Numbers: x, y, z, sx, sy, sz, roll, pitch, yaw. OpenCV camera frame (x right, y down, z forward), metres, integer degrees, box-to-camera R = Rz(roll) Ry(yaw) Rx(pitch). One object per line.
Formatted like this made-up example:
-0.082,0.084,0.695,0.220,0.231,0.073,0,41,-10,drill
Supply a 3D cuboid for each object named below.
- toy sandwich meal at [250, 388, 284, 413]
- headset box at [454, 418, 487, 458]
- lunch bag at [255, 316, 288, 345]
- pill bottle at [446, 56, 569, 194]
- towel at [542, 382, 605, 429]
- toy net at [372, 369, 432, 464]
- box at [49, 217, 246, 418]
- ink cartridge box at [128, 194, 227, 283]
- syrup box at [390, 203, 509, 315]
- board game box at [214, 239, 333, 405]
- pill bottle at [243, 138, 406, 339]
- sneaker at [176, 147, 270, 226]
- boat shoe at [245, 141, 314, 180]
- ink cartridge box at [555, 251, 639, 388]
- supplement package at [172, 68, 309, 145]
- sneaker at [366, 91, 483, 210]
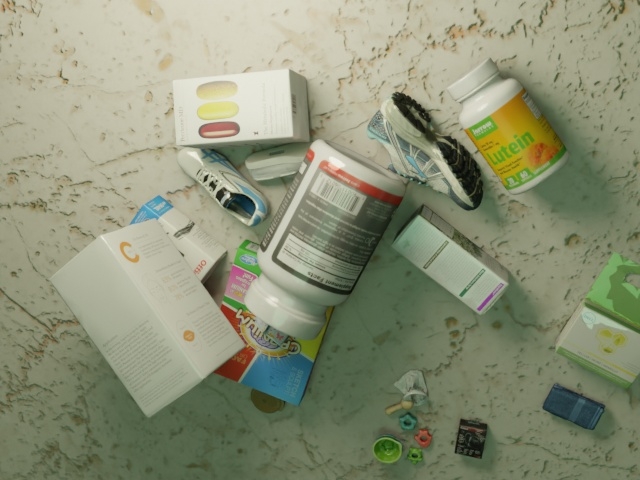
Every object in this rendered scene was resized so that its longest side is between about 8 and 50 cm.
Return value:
-0.122,0.367,1.981,0.086,0.029,0.085,9,117,20,toy sandwich meal
0.336,0.439,1.893,0.062,0.032,0.083,9,108,10,headset box
-0.095,0.174,1.828,0.083,0.053,0.071,39,110,9,lunch bag
0.351,-0.221,1.621,0.136,0.136,0.245,-35,97,21,pill bottle
0.542,0.358,1.821,0.120,0.029,0.067,23,111,4,towel
0.201,0.403,1.906,0.122,0.045,0.232,18,110,7,toy net
-0.349,0.151,1.748,0.168,0.215,0.345,-36,88,21,box
-0.334,0.023,1.887,0.203,0.086,0.148,39,111,0,ink cartridge box
0.270,0.039,1.747,0.237,0.093,0.096,38,111,-1,syrup box
-0.106,0.186,1.898,0.242,0.064,0.316,20,111,6,board game box
0.000,0.000,1.692,0.210,0.210,0.362,29,102,3,pill bottle
-0.211,-0.119,1.814,0.237,0.086,0.085,38,113,1,sneaker
-0.065,-0.159,1.782,0.184,0.066,0.063,-11,126,10,boat shoe
0.612,0.165,1.731,0.171,0.056,0.235,28,113,4,ink cartridge box
-0.158,-0.261,1.715,0.244,0.134,0.138,-3,92,14,supplement package
0.210,-0.163,1.707,0.283,0.110,0.122,48,129,-2,sneaker
